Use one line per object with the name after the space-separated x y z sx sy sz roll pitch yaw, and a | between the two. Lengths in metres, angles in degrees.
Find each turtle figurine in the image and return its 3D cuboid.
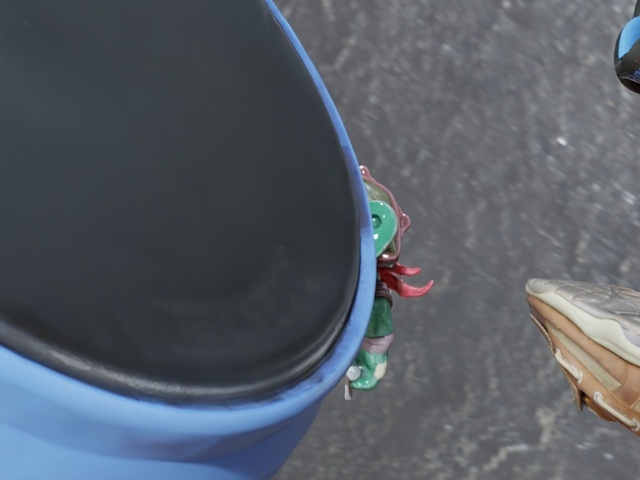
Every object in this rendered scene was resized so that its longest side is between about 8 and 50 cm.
0.000 0.000 1.266 0.175 0.234 0.118 40 75 11 | turtle figurine

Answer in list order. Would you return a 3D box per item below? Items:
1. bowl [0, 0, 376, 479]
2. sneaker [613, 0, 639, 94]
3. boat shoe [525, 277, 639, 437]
-0.132 -0.066 0.748 0.077 0.391 0.391 -40 60 28 | bowl
0.163 -0.031 0.671 0.079 0.121 0.217 123 149 -55 | sneaker
0.270 0.111 1.810 0.324 0.123 0.116 -138 57 -72 | boat shoe
